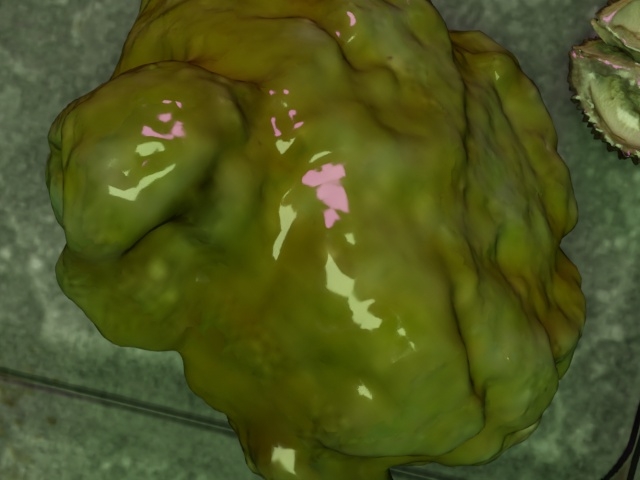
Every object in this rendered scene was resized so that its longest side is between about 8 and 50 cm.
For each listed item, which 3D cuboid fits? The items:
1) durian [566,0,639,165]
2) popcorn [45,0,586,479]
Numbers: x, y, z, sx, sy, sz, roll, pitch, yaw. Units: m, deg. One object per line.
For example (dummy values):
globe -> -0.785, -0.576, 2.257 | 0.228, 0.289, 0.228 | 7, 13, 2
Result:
durian -> 0.228, -0.099, 1.158 | 0.140, 0.071, 0.110 | 9, 94, 14
popcorn -> 0.007, -0.011, 1.072 | 0.334, 0.292, 0.293 | 33, 93, -8
